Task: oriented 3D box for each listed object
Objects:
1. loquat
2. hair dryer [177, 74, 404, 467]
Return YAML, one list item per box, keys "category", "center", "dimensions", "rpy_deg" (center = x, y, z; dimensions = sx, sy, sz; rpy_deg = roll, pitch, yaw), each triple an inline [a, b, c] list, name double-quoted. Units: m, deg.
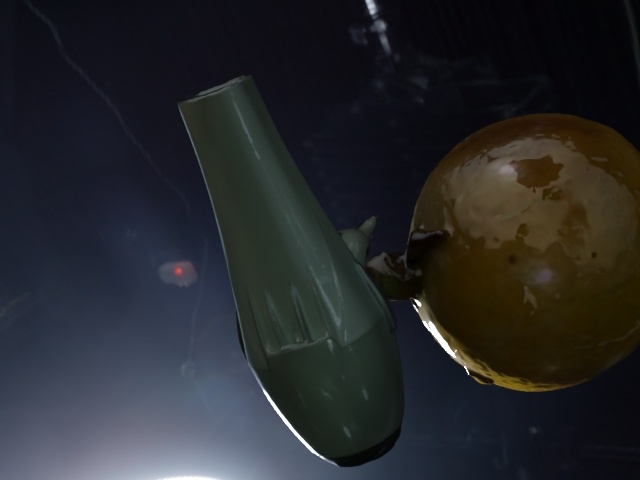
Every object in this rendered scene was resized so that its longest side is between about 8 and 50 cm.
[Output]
- category: "loquat"
  center: [0.228, 0.021, 1.018]
  dimensions: [0.360, 0.328, 0.328]
  rpy_deg: [-10, -160, -9]
- category: "hair dryer"
  center: [-0.014, -0.021, 0.558]
  dimensions: [0.092, 0.229, 0.267]
  rpy_deg: [-19, -148, 13]
